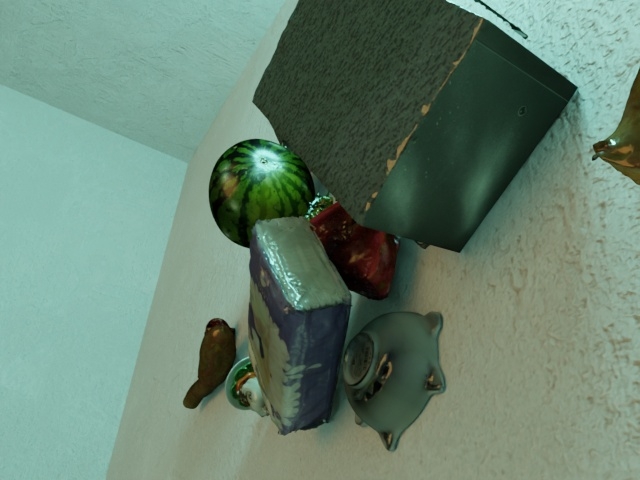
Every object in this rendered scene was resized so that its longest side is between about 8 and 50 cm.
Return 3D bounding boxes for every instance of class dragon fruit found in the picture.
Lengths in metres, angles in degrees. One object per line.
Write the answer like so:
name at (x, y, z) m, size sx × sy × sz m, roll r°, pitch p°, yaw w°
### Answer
dragon fruit at (0.089, -0.001, 1.109) m, size 0.262 × 0.134 × 0.211 m, roll 25°, pitch 81°, yaw 52°

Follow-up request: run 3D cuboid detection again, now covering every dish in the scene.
dish at (0.097, 0.205, 0.929) m, size 0.236 × 0.086 × 0.228 m, roll -68°, pitch 23°, yaw 1°

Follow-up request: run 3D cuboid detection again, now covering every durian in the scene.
durian at (-0.007, -0.003, 1.305) m, size 0.132 × 0.107 × 0.375 m, roll 81°, pitch -156°, yaw -44°

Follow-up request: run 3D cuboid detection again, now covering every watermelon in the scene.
watermelon at (-0.155, -0.116, 1.521) m, size 0.285 × 0.285 × 0.285 m, roll -48°, pitch 30°, yaw 39°

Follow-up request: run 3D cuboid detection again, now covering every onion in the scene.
onion at (-0.305, 0.286, 1.757) m, size 0.107 × 0.097 × 0.107 m, roll 167°, pitch 90°, yaw -86°

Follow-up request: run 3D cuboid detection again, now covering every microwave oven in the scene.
microwave oven at (0.114, -0.234, 0.954) m, size 0.374 × 0.236 × 0.432 m, roll -60°, pitch 41°, yaw 21°

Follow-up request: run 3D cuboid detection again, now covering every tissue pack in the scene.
tissue pack at (-0.051, 0.160, 1.057) m, size 0.242 × 0.125 × 0.343 m, roll -121°, pitch 29°, yaw -45°

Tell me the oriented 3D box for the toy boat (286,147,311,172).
toy boat at (-0.041, -0.304, 1.650) m, size 0.141 × 0.141 × 0.269 m, roll -46°, pitch 19°, yaw 41°

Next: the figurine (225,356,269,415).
figurine at (-0.124, 0.338, 1.289) m, size 0.154 × 0.132 × 0.132 m, roll 12°, pitch 80°, yaw 55°

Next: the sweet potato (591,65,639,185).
sweet potato at (0.403, -0.194, 0.565) m, size 0.336 × 0.131 × 0.131 m, roll -63°, pitch 23°, yaw 10°

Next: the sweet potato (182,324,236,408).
sweet potato at (-0.317, 0.377, 1.685) m, size 0.109 × 0.109 × 0.385 m, roll -97°, pitch 24°, yaw -50°
